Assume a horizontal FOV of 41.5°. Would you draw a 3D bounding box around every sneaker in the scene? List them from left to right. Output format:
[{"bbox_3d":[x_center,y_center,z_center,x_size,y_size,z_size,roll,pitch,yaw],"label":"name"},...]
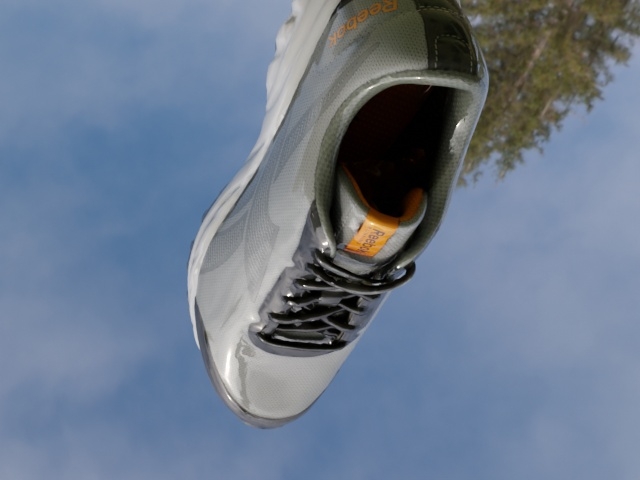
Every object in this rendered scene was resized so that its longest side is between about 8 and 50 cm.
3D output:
[{"bbox_3d":[0.000,0.000,0.411,0.100,0.271,0.108,6,-145,-20],"label":"sneaker"}]
